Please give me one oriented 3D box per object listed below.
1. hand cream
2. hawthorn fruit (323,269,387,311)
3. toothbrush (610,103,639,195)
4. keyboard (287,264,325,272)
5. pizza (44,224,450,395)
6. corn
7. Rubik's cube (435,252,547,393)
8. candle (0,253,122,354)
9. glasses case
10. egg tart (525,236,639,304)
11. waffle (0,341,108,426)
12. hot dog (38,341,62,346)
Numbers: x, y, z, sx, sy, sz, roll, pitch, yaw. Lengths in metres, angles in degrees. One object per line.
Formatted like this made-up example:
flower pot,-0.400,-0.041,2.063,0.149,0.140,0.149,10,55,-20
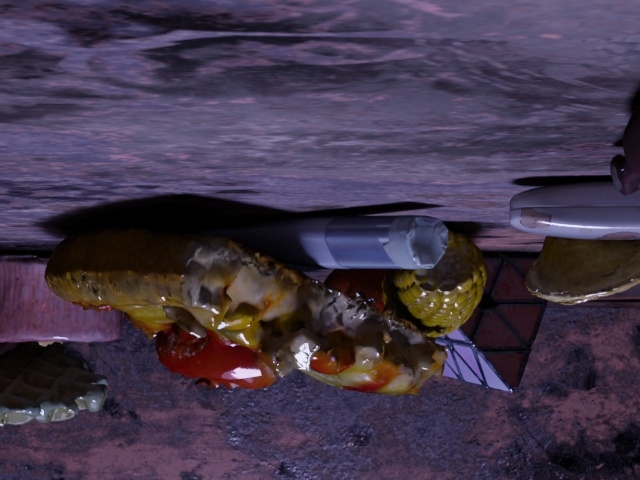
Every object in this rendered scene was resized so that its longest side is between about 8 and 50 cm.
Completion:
hand cream,0.000,0.000,1.257,0.079,0.048,0.255,12,173,-44
hawthorn fruit,0.091,0.088,1.808,0.162,0.163,0.203,-5,-174,42
toothbrush,0.167,-0.051,0.685,0.041,0.041,0.364,-1,175,5
keyboard,-0.030,0.023,1.675,0.072,0.023,0.231,-8,175,4
pizza,-0.054,0.086,1.334,0.406,0.130,0.440,20,174,-18
corn,0.116,0.046,1.449,0.106,0.106,0.305,0,175,0
Rubik's cube,0.152,0.097,1.706,0.190,0.211,0.178,30,140,3
candle,-0.381,0.085,1.790,0.317,0.131,0.287,0,178,17
glasses case,0.217,-0.022,1.022,0.164,0.041,0.063,-1,175,5
egg tart,0.214,0.002,1.088,0.129,0.049,0.129,-21,-163,7
waffle,-0.428,0.170,1.809,0.292,0.056,0.309,-1,-166,-42
hot dog,-0.501,0.115,2.035,0.256,0.150,0.153,1,166,-21
